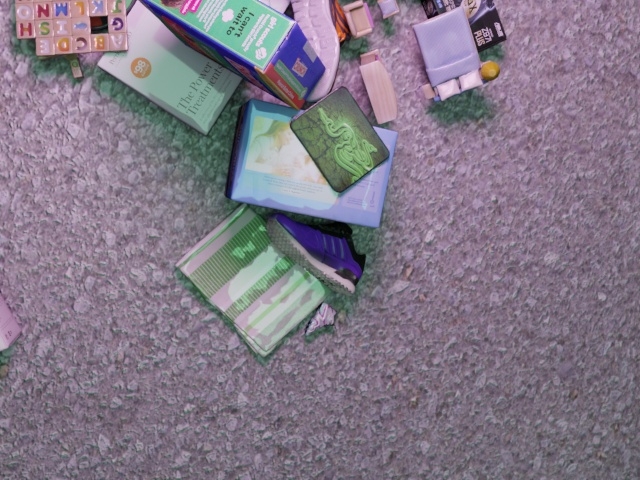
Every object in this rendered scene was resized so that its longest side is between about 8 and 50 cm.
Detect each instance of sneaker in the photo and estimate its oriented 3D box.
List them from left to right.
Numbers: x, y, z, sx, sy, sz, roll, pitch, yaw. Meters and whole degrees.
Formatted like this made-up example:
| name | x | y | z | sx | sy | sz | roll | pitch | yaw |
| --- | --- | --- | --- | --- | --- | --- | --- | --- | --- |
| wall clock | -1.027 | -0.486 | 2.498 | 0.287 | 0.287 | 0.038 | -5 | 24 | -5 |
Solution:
| name | x | y | z | sx | sy | sz | roll | pitch | yaw |
| --- | --- | --- | --- | --- | --- | --- | --- | --- | --- |
| sneaker | 0.000 | 0.000 | 1.674 | 0.293 | 0.102 | 0.146 | 40 | 71 | -25 |
| sneaker | 0.008 | 0.213 | 1.737 | 0.069 | 0.038 | 0.098 | 32 | 90 | -13 |
| sneaker | 0.013 | -0.449 | 1.558 | 0.124 | 0.180 | 0.321 | -4 | 79 | 22 |

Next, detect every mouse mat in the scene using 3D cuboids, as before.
| name | x | y | z | sx | sy | sz | roll | pitch | yaw |
| --- | --- | --- | --- | --- | --- | --- | --- | --- | --- |
| mouse mat | 0.044 | -0.218 | 1.474 | 0.152 | 0.007 | 0.190 | -37 | 101 | -8 |

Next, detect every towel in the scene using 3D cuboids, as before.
| name | x | y | z | sx | sy | sz | roll | pitch | yaw |
| --- | --- | --- | --- | --- | --- | --- | --- | --- | --- |
| towel | -0.164 | 0.097 | 1.689 | 0.248 | 0.038 | 0.325 | -43 | 103 | -4 |

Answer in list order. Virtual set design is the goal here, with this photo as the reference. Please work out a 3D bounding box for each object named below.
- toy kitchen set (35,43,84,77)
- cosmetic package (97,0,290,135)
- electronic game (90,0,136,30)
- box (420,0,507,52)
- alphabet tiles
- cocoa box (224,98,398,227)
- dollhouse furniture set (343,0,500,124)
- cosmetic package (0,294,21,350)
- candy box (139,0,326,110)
| name | x | y | z | sx | sy | sz | roll | pitch | yaw |
| --- | --- | --- | --- | --- | --- | --- | --- | --- | --- |
| toy kitchen set | -0.584 | -0.396 | 1.524 | 0.083 | 0.068 | 0.075 | -15 | 100 | -9 |
| cosmetic package | -0.283 | -0.474 | 1.565 | 0.284 | 0.097 | 0.377 | 32 | 90 | -11 |
| electronic game | -0.521 | -0.587 | 1.524 | 0.229 | 0.048 | 0.229 | -1 | 97 | -12 |
| box | 0.354 | -0.549 | 1.693 | 0.147 | 0.077 | 0.180 | -25 | 101 | -8 |
| alphabet tiles | -0.542 | -0.502 | 1.485 | 0.237 | 0.009 | 0.198 | -4 | 87 | -3 |
| cocoa box | -0.030 | -0.176 | 1.583 | 0.346 | 0.228 | 0.232 | 10 | 95 | -13 |
| dollhouse furniture set | 0.238 | -0.443 | 1.560 | 0.303 | 0.198 | 0.287 | -18 | 111 | 10 |
| cosmetic package | -0.842 | 0.103 | 1.490 | 0.196 | 0.155 | 0.366 | -25 | 101 | -8 |
| candy box | -0.170 | -0.409 | 1.357 | 0.317 | 0.268 | 0.122 | 32 | 92 | 13 |
